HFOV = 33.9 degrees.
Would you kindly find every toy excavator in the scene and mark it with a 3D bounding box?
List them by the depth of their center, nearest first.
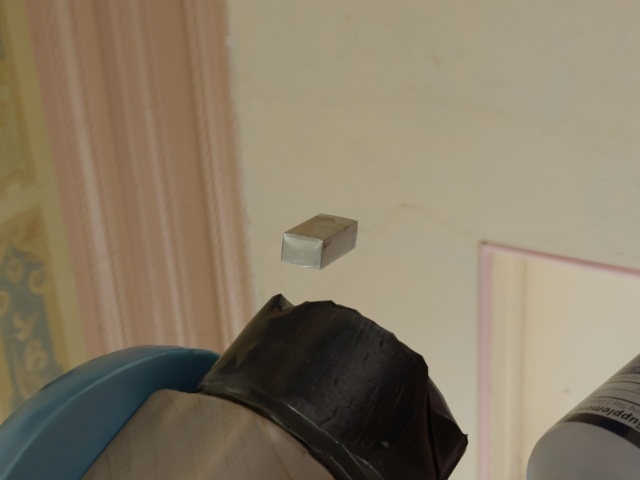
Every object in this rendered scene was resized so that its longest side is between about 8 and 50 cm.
[{"bbox_3d":[-0.063,0.232,0.594,0.222,0.445,0.433,-51,-61,-26],"label":"toy excavator"}]

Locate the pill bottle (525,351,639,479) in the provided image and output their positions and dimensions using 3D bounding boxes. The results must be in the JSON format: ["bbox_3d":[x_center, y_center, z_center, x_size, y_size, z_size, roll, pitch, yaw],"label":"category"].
[{"bbox_3d":[0.227,0.151,0.658,0.264,0.153,0.153,-33,-50,-24],"label":"pill bottle"}]

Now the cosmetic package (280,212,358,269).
[{"bbox_3d":[0.000,0.000,1.368,0.115,0.060,0.041,-31,-51,-63],"label":"cosmetic package"}]
